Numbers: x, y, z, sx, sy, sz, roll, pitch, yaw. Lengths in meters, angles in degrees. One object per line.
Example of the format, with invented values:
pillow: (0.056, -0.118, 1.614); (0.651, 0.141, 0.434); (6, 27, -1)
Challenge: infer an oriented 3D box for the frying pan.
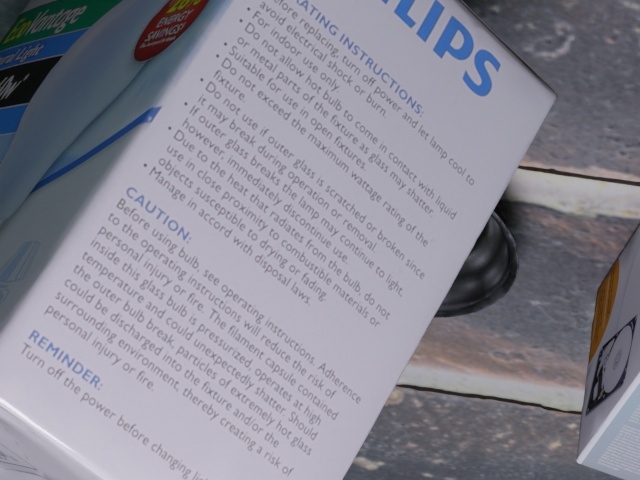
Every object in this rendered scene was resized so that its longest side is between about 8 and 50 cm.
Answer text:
frying pan: (0.025, 0.015, 1.380); (0.197, 0.053, 0.326); (33, 144, -18)

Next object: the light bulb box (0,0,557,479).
light bulb box: (-0.105, -0.005, 1.086); (0.225, 0.361, 0.358); (41, 157, -26)

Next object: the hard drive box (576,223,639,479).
hard drive box: (0.277, 0.045, 1.250); (0.089, 0.181, 0.232); (19, 136, -4)
